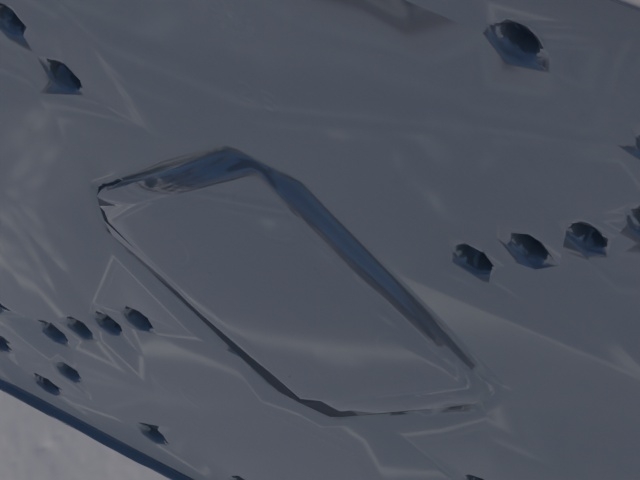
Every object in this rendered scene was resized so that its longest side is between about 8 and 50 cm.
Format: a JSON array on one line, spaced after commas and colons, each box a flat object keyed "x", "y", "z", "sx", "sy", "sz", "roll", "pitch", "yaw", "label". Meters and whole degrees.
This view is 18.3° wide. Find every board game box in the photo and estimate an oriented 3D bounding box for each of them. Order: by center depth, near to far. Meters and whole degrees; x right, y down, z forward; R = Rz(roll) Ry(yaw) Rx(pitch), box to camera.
[{"x": 0.000, "y": 0.000, "z": 0.615, "sx": 0.390, "sy": 0.050, "sz": 0.390, "roll": 24, "pitch": 152, "yaw": 20, "label": "board game box"}]
